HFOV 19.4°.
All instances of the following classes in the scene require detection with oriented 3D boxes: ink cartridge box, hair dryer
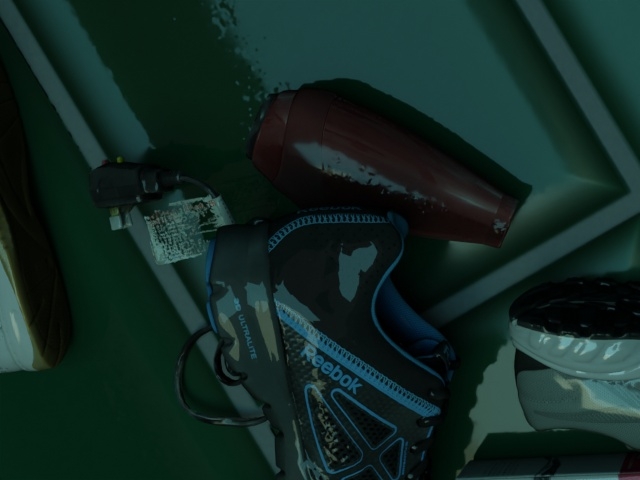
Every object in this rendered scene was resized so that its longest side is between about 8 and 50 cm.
[{"bbox_3d":[0.174,0.207,1.299,0.150,0.063,0.109,-4,99,16],"label":"ink cartridge box"},{"bbox_3d":[0.000,0.000,1.324,0.293,0.080,0.224,-16,111,23],"label":"hair dryer"}]

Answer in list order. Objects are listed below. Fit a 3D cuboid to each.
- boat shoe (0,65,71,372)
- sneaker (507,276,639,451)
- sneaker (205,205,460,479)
[{"bbox_3d":[-0.265,-0.032,1.365,0.096,0.098,0.277,-11,97,16],"label":"boat shoe"},{"bbox_3d":[0.260,0.096,1.249,0.271,0.100,0.108,7,118,16],"label":"sneaker"},{"bbox_3d":[0.035,0.135,1.269,0.139,0.125,0.341,-15,114,11],"label":"sneaker"}]
